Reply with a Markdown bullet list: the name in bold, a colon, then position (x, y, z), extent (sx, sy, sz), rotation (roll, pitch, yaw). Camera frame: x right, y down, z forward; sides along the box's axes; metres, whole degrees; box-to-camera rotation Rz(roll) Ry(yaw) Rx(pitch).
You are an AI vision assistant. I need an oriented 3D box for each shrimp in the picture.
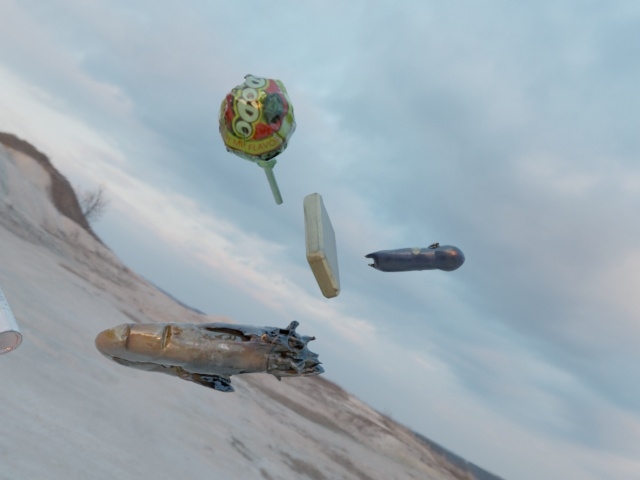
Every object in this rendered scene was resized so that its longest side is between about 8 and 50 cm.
- **shrimp**: position (-0.149, 0.162, 0.734), extent (0.289, 0.075, 0.178), rotation (4, -26, -23)

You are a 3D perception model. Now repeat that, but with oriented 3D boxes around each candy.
- **candy**: position (-0.064, -0.104, 0.690), extent (0.083, 0.091, 0.305), rotation (20, -12, 7)

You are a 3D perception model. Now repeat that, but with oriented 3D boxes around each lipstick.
- **lipstick**: position (-0.390, 0.069, 0.639), extent (0.141, 0.040, 0.040), rotation (47, -3, 29)

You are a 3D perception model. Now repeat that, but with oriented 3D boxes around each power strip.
- **power strip**: position (0.000, 0.000, 0.727), extent (0.169, 0.028, 0.076), rotation (-94, 164, -57)

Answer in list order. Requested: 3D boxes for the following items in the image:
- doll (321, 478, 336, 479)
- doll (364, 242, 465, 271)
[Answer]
- **doll**: position (0.004, 0.519, 0.917), extent (0.135, 0.234, 0.143), rotation (41, 13, -11)
- **doll**: position (0.117, 0.023, 0.684), extent (0.125, 0.027, 0.037), rotation (-2, -47, 22)
